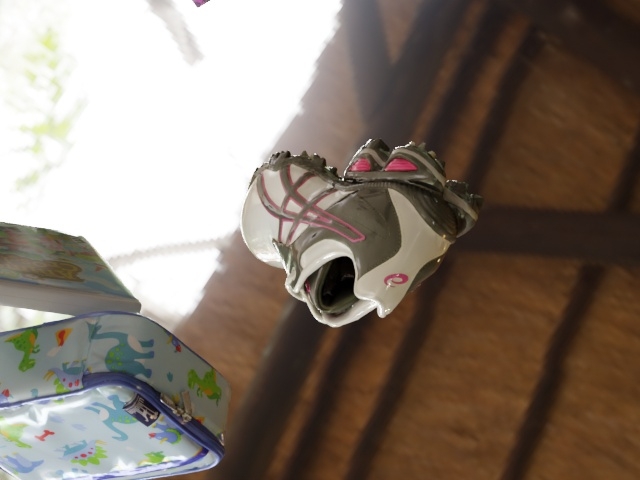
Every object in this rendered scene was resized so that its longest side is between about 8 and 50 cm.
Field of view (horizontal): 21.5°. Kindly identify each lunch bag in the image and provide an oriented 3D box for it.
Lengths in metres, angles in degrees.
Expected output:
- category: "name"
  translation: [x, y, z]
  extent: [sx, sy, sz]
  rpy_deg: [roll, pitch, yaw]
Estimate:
- category: "lunch bag"
  translation: [-0.195, 0.143, 1.431]
  extent: [0.219, 0.176, 0.090]
  rpy_deg: [-12, -127, 27]

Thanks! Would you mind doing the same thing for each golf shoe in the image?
- category: "golf shoe"
  translation: [0.000, 0.000, 1.252]
  extent: [0.273, 0.105, 0.120]
  rpy_deg: [-11, -135, 61]

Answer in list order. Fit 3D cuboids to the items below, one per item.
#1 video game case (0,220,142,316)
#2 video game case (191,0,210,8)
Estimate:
- category: "video game case"
  translation: [-0.282, 0.017, 1.466]
  extent: [0.193, 0.212, 0.023]
  rpy_deg: [39, -64, 61]
- category: "video game case"
  translation: [-0.205, -0.394, 1.851]
  extent: [0.042, 0.232, 0.210]
  rpy_deg: [-33, -128, 2]
